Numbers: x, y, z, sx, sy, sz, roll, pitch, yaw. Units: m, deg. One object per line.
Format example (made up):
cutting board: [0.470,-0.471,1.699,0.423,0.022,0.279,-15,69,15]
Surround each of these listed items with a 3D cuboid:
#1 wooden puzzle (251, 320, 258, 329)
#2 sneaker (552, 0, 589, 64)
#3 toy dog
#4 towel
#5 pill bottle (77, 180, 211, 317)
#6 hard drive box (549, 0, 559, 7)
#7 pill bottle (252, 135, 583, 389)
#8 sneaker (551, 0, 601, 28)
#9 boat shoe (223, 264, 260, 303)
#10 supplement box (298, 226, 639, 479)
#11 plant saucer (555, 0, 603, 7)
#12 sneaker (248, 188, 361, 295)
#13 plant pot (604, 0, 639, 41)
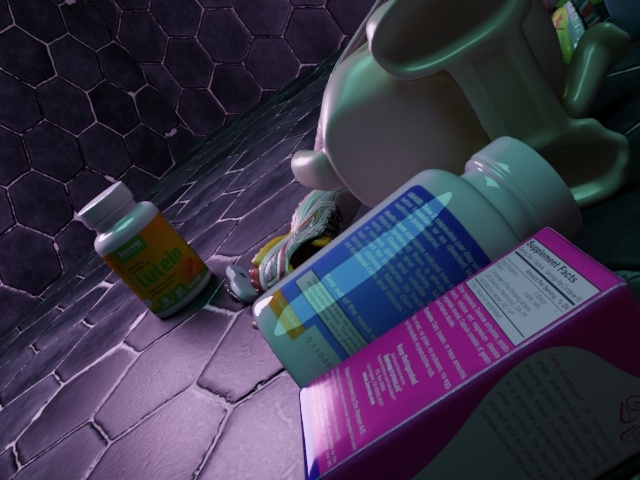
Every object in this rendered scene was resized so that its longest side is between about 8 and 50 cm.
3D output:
wooden puzzle: [0.051,0.048,0.793,0.239,0.044,0.221,-40,18,-24]
sneaker: [0.355,-0.289,0.974,0.094,0.081,0.208,-29,21,30]
toy dog: [0.179,-0.201,0.815,0.395,0.284,0.408,-34,16,35]
towel: [0.083,-0.319,1.262,0.316,0.053,0.332,-60,-5,-17]
pill bottle: [-0.330,0.015,1.223,0.136,0.245,0.136,-33,19,13]
hard drive box: [0.291,-0.440,1.100,0.232,0.089,0.181,7,41,39]
pill bottle: [0.088,0.034,0.579,0.272,0.152,0.152,-37,19,-1]
sneaker: [0.378,-0.358,1.098,0.161,0.075,0.057,-22,24,38]
boat shoe: [-0.127,0.077,1.038,0.142,0.049,0.040,-137,66,-69]
supplement box: [0.106,0.107,0.436,0.220,0.111,0.114,-34,18,8]
plant saucer: [0.468,-0.473,1.256,0.188,0.045,0.188,-19,26,42]
sneaker: [0.000,0.000,0.949,0.093,0.088,0.225,5,49,47]
plant pot: [0.455,-0.432,0.889,0.166,0.234,0.165,-18,27,47]
